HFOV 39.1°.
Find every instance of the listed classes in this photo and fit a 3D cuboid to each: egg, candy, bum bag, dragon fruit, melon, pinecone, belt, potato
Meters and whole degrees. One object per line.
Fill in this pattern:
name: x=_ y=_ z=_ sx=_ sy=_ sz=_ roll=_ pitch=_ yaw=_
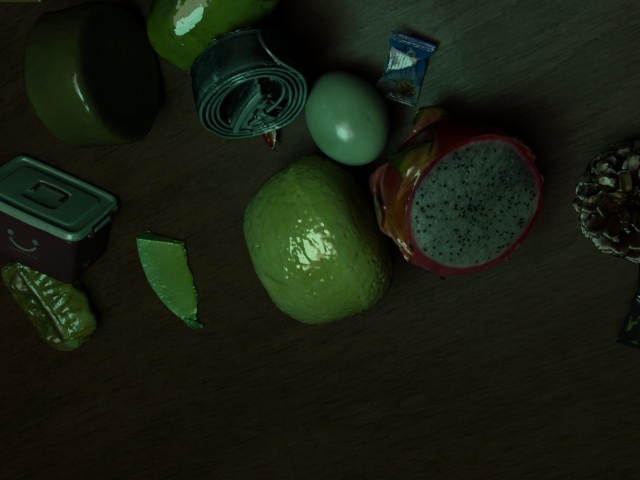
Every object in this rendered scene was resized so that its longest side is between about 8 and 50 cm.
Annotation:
egg: x=0.050 y=-0.229 z=1.676 sx=0.149 sy=0.149 sz=0.192 roll=-40 pitch=67 yaw=32
candy: x=0.152 y=-0.314 z=1.665 sx=0.088 sy=0.038 sz=0.136 roll=17 pitch=127 yaw=-1
bum bag: x=0.619 y=0.105 z=1.658 sx=0.107 sy=0.060 sz=0.232 roll=11 pitch=120 yaw=7
dragon fruit: x=0.225 y=-0.098 z=1.627 sx=0.306 sy=0.226 sz=0.305 roll=-9 pitch=118 yaw=-16
melon: x=-0.329 y=0.088 z=2.060 sx=0.114 sy=0.053 sz=0.261 roll=-18 pitch=111 yaw=9
pinecone: x=0.533 y=-0.062 z=1.530 sx=0.221 sy=0.221 sz=0.221 roll=9 pitch=117 yaw=18
belt: x=-0.125 y=-0.281 z=1.627 sx=0.267 sy=0.207 sz=0.116 roll=115 pitch=144 yaw=-65
potato: x=-0.185 y=-0.447 z=1.623 sx=0.216 sy=0.216 sz=0.304 roll=36 pitch=95 yaw=3

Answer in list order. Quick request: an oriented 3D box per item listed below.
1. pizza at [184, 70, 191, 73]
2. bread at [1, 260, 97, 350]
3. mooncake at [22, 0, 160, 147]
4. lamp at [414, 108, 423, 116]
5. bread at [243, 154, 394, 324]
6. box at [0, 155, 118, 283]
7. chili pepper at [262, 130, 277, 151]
pizza: x=-0.252 y=-0.389 z=1.780 sx=0.161 sy=0.062 sz=0.182 roll=-3 pitch=114 yaw=25
bread: x=-0.639 y=0.139 z=2.152 sx=0.152 sy=0.130 sz=0.267 roll=-26 pitch=103 yaw=21
mooncake: x=-0.445 y=-0.320 z=1.760 sx=0.156 sy=0.284 sz=0.284 roll=-7 pitch=111 yaw=25
lamp: x=0.213 y=-0.209 z=1.693 sx=0.083 sy=0.031 sz=0.063 roll=15 pitch=120 yaw=10
bread: x=0.010 y=-0.004 z=1.718 sx=0.237 sy=0.320 sz=0.320 roll=-23 pitch=104 yaw=26
box: x=-0.618 y=-0.044 z=2.027 sx=0.294 sy=0.193 sz=0.167 roll=24 pitch=129 yaw=10
chili pepper: x=-0.120 y=-0.304 z=1.776 sx=0.059 sy=0.050 sz=0.268 roll=-20 pitch=114 yaw=-18
